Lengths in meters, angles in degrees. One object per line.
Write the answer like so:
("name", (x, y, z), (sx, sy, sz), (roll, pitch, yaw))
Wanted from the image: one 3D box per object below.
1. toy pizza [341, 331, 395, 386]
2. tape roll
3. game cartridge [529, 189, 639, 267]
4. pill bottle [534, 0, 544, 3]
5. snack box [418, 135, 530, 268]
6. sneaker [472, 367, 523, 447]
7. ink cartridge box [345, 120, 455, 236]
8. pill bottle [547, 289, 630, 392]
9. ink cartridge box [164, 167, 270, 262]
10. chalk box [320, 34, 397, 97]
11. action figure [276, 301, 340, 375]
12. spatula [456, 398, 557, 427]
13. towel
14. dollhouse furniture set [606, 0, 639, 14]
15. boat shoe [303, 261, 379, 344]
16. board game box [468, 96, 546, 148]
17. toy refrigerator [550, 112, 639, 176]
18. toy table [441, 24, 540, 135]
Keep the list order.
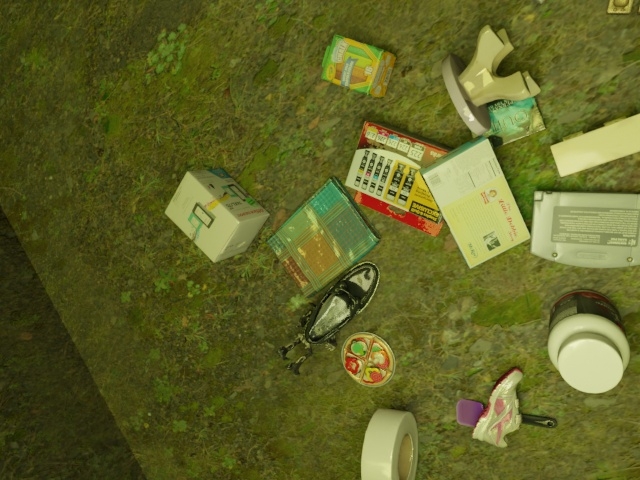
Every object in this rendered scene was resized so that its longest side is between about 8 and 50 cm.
("toy pizza", (0.160, 0.415, 1.690), (0.201, 0.032, 0.202), (6, 104, 27))
("tape roll", (0.229, 0.691, 1.573), (0.100, 0.286, 0.287), (-2, 100, 27))
("game cartridge", (0.708, -0.029, 1.276), (0.296, 0.062, 0.198), (4, 106, 19))
("pill bottle", (0.579, -0.705, 1.164), (0.136, 0.136, 0.246), (45, 117, 12))
("snack box", (0.420, -0.098, 1.327), (0.187, 0.060, 0.322), (-28, 112, 10))
("sneaker", (0.550, 0.499, 1.453), (0.111, 0.103, 0.253), (26, 102, 23))
("ink cartridge box", (0.248, -0.176, 1.459), (0.309, 0.130, 0.272), (25, 112, 20))
("pill bottle", (0.666, 0.249, 1.225), (0.176, 0.318, 0.177), (6, 104, 25))
("ink cartridge box", (-0.367, -0.095, 1.758), (0.270, 0.198, 0.197), (43, 116, 12))
("chalk box", (0.095, -0.523, 1.460), (0.212, 0.132, 0.133), (25, 111, 21))
("action figure", (-0.027, 0.327, 1.714), (0.276, 0.141, 0.164), (-47, 68, 1))
("spatula", (0.565, 0.543, 1.507), (0.296, 0.030, 0.084), (-3, 87, 27))
("towel", (0.000, 0.000, 1.679), (0.370, 0.040, 0.272), (-41, 80, 28))
("dollhouse furniture set", (0.752, -0.597, 1.105), (0.151, 0.123, 0.144), (14, 107, 24))
("boat shoe", (0.066, 0.206, 1.585), (0.340, 0.113, 0.127), (-43, 82, 2))
("board game box", (0.505, -0.329, 1.349), (0.186, 0.026, 0.126), (-20, 91, 29))
("toy refrigerator", (0.722, -0.250, 1.210), (0.269, 0.102, 0.094), (-20, 92, 30))
("toy table", (0.425, -0.415, 1.245), (0.160, 0.252, 0.275), (-31, 55, 36))
